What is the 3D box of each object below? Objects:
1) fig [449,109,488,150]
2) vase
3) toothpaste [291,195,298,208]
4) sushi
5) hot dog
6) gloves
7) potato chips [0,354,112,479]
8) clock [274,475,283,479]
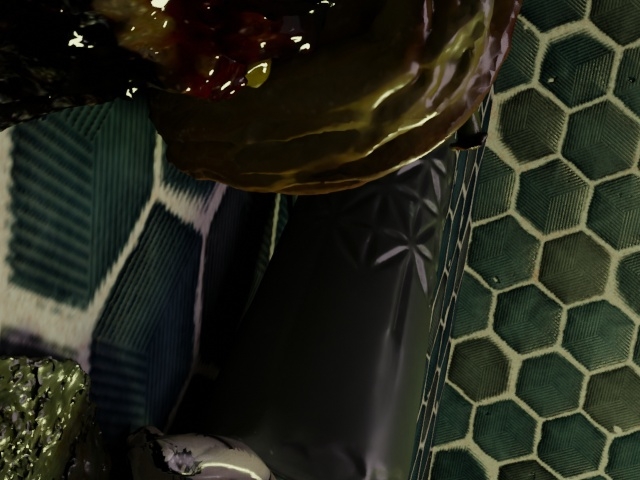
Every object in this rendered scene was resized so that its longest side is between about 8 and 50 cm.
[{"bbox_3d":[0.079,-0.179,0.756,0.259,0.151,0.151,48,44,-29],"label":"fig"},{"bbox_3d":[0.022,0.049,0.832,0.251,0.156,0.301,51,51,-58],"label":"vase"},{"bbox_3d":[0.000,0.000,0.972,0.297,0.048,0.075,84,23,-45],"label":"toothpaste"},{"bbox_3d":[-0.052,-0.121,0.377,0.172,0.150,0.153,86,20,-50],"label":"sushi"},{"bbox_3d":[0.001,-0.107,0.545,0.196,0.122,0.272,-62,-169,4],"label":"hot dog"},{"bbox_3d":[-0.050,0.181,0.650,0.128,0.111,0.212,-104,-175,-49],"label":"gloves"},{"bbox_3d":[-0.139,0.117,0.508,0.209,0.026,0.142,81,26,-57],"label":"potato chips"},{"bbox_3d":[-0.007,0.271,1.136,0.211,0.066,0.159,71,34,-68],"label":"clock"}]
